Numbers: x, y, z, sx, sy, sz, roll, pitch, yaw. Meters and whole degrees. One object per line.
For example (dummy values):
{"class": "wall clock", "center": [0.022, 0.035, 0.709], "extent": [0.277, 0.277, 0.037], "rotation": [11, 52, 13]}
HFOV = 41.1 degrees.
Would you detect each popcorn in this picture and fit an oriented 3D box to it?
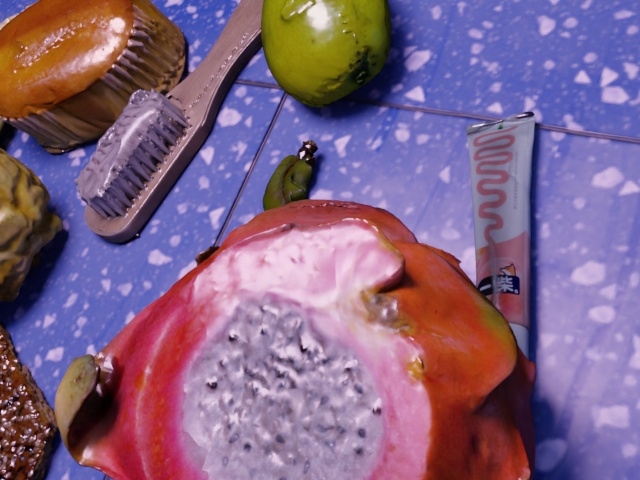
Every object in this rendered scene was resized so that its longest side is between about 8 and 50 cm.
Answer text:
{"class": "popcorn", "center": [-0.335, -0.009, 0.776], "extent": [0.173, 0.173, 0.142], "rotation": [-41, 49, 2]}

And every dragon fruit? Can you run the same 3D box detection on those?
{"class": "dragon fruit", "center": [-0.007, 0.112, 0.516], "extent": [0.290, 0.189, 0.290], "rotation": [-5, 77, 23]}

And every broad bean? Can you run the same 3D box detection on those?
{"class": "broad bean", "center": [-0.008, 0.002, 0.681], "extent": [0.061, 0.046, 0.195], "rotation": [-27, 55, 14]}

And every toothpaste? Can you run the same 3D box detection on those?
{"class": "toothpaste", "center": [0.133, -0.005, 0.626], "extent": [0.056, 0.036, 0.205], "rotation": [-9, 58, 25]}

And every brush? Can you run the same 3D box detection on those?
{"class": "brush", "center": [-0.123, -0.146, 0.801], "extent": [0.070, 0.065, 0.327], "rotation": [29, 78, 34]}

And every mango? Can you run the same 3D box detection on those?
{"class": "mango", "center": [-0.001, -0.201, 0.746], "extent": [0.119, 0.100, 0.178], "rotation": [-22, 57, 14]}

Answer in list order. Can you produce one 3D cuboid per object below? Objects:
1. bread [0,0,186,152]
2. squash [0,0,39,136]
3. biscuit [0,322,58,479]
{"class": "bread", "center": [-0.239, -0.176, 0.845], "extent": [0.190, 0.114, 0.132], "rotation": [-27, 59, 17]}
{"class": "squash", "center": [-0.405, -0.187, 0.924], "extent": [0.169, 0.093, 0.252], "rotation": [23, 72, -14]}
{"class": "biscuit", "center": [-0.286, 0.181, 0.733], "extent": [0.131, 0.026, 0.237], "rotation": [-45, 55, 1]}
